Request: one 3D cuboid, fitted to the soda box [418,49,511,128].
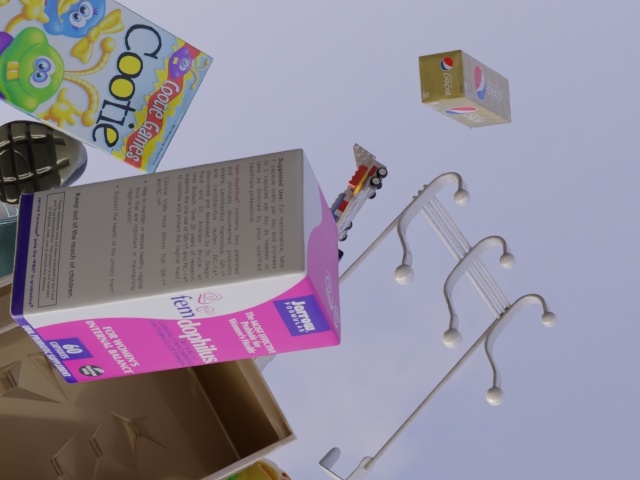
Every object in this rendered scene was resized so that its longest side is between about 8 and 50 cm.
[{"bbox_3d":[0.182,-0.186,1.957,0.058,0.181,0.061,-7,-99,25],"label":"soda box"}]

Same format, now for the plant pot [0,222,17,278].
[{"bbox_3d":[-0.456,0.119,2.237,0.293,0.293,0.235,-27,-168,14],"label":"plant pot"}]

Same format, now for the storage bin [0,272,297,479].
[{"bbox_3d":[-0.207,0.132,1.390,0.262,0.260,0.123,-25,169,-26],"label":"storage bin"}]

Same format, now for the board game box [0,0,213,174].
[{"bbox_3d":[-0.273,-0.194,1.587,0.144,0.275,0.142,27,-90,49],"label":"board game box"}]

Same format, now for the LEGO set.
[{"bbox_3d":[0.000,0.000,1.648,0.182,0.060,0.244,-59,174,16],"label":"LEGO set"}]

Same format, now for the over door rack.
[{"bbox_3d":[0.090,0.115,1.714,0.324,0.239,0.108,-40,-144,-2],"label":"over door rack"}]

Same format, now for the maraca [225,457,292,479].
[{"bbox_3d":[-0.074,0.267,1.587,0.099,0.185,0.127,-14,-133,11],"label":"maraca"}]

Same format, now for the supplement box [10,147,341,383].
[{"bbox_3d":[-0.103,0.021,1.161,0.220,0.111,0.114,-10,-124,11],"label":"supplement box"}]

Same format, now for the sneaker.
[{"bbox_3d":[-0.357,-0.075,1.829,0.267,0.101,0.106,-15,171,37],"label":"sneaker"}]
